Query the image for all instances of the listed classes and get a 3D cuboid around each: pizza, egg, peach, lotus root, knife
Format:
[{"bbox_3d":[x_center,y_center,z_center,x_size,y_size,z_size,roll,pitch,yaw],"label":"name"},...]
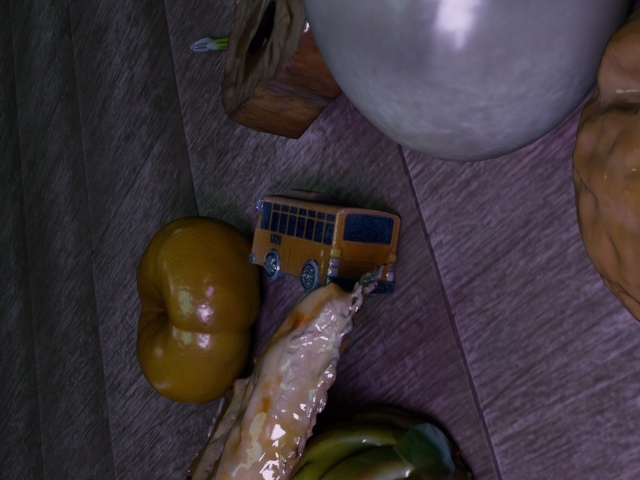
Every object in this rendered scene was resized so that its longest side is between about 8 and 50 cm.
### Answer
[{"bbox_3d":[-0.092,0.240,0.955,0.392,0.080,0.435,-64,2,-30],"label":"pizza"},{"bbox_3d":[0.105,-0.233,0.723,0.258,0.258,0.352,-11,84,60],"label":"egg"},{"bbox_3d":[-0.160,0.091,1.257,0.251,0.153,0.251,-178,90,-76],"label":"peach"},{"bbox_3d":[-0.006,-0.281,0.989,0.375,0.111,0.390,-91,22,-51],"label":"lotus root"},{"bbox_3d":[-0.147,-0.286,1.412,0.184,0.026,0.022,16,140,58],"label":"knife"}]

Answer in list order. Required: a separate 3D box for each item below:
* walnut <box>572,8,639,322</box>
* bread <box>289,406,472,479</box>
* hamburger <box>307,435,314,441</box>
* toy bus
[{"bbox_3d":[0.257,-0.033,0.478,0.224,0.257,0.257,-54,29,-9],"label":"walnut"},{"bbox_3d":[0.042,0.252,0.880,0.260,0.156,0.158,46,127,50],"label":"bread"},{"bbox_3d":[-0.029,0.262,1.118,0.083,0.044,0.076,-58,41,36],"label":"hamburger"},{"bbox_3d":[0.000,0.000,1.050,0.182,0.091,0.103,13,96,58],"label":"toy bus"}]
